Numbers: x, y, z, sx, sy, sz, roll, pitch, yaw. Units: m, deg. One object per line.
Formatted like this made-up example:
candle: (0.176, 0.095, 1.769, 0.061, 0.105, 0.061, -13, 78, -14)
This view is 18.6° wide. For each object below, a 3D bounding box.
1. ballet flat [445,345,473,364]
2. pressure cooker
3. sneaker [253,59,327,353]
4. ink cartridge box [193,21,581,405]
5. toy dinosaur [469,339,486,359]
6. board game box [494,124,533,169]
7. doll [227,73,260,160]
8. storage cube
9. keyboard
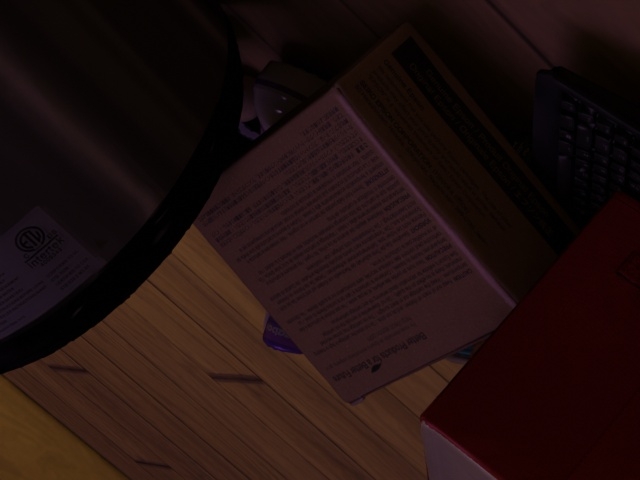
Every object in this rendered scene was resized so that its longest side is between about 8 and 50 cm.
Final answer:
ballet flat: (0.190, 0.083, 1.505, 0.248, 0.086, 0.086, 19, 155, 44)
pressure cooker: (-0.296, -0.156, 1.294, 0.375, 0.370, 0.420, 8, 151, 47)
sneaker: (0.001, 0.000, 1.483, 0.102, 0.161, 0.282, 21, 155, 41)
ink cartridge box: (0.038, -0.011, 1.314, 0.193, 0.088, 0.235, 50, 145, -6)
toy dinosaur: (0.151, 0.060, 1.410, 0.112, 0.064, 0.211, -6, 123, 53)
board game box: (0.164, -0.022, 1.350, 0.260, 0.030, 0.136, 20, 158, 38)
doll: (-0.056, -0.074, 1.575, 0.129, 0.046, 0.189, 28, 160, 18)
storage cube: (0.193, 0.125, 1.199, 0.184, 0.193, 0.215, 36, 162, 20)
keyboard: (0.219, 0.014, 1.253, 0.201, 0.033, 0.317, 29, 161, 18)
